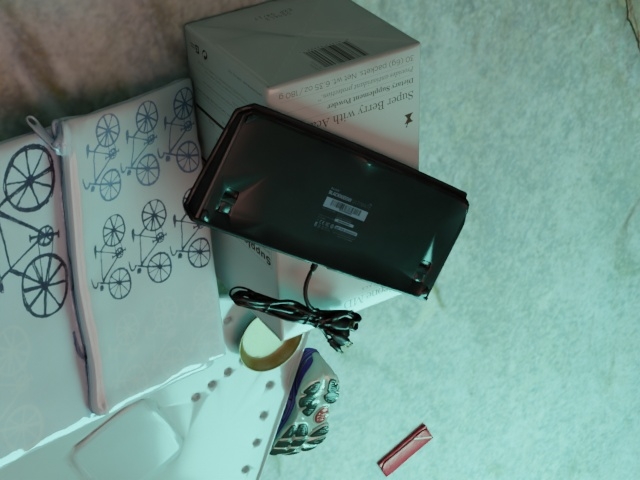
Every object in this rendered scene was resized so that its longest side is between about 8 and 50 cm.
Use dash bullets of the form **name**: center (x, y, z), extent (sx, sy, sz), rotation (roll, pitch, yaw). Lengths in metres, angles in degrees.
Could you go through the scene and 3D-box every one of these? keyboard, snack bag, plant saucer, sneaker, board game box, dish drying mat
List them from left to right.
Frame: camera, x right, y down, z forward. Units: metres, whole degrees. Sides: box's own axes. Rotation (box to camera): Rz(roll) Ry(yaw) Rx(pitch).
- **snack bag**: center (-0.234, 0.034, 1.334), extent (0.342, 0.037, 0.323), rotation (-24, 118, -43)
- **board game box**: center (-0.224, 0.223, 1.550), extent (0.390, 0.050, 0.390), rotation (3, 116, -37)
- **plant saucer**: center (-0.058, 0.108, 1.553), extent (0.083, 0.015, 0.083), rotation (-19, 127, -27)
- **sneaker**: center (-0.022, 0.196, 1.676), extent (0.068, 0.071, 0.170), rotation (1, 132, -27)
- **keyboard**: center (0.000, 0.000, 1.344), extent (0.317, 0.033, 0.201), rotation (20, 99, -39)
- **dish drying mat**: center (0.115, 0.283, 1.864), extent (0.083, 0.008, 0.032), rotation (-40, 134, -9)

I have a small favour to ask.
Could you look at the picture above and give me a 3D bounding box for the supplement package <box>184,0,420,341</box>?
- **supplement package**: center (-0.014, -0.080, 1.424), extent (0.178, 0.175, 0.293), rotation (-20, 128, -25)
